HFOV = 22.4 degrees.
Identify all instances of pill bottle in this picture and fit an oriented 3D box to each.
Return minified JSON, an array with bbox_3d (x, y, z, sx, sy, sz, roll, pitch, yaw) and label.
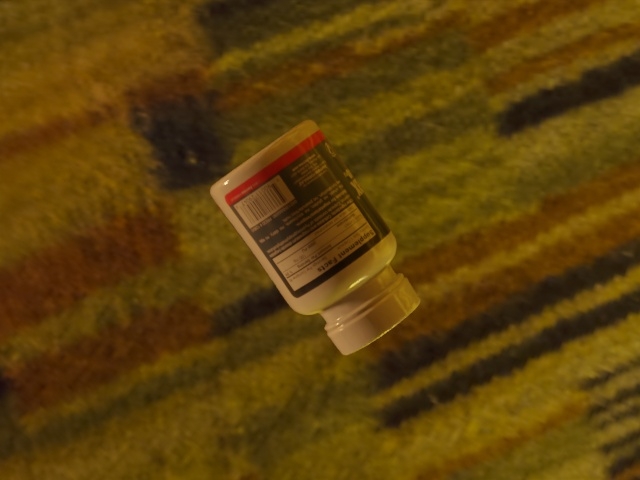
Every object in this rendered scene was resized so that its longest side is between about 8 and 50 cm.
[{"bbox_3d":[0.000,0.000,1.346,0.108,0.108,0.180,-36,94,-15],"label":"pill bottle"}]
